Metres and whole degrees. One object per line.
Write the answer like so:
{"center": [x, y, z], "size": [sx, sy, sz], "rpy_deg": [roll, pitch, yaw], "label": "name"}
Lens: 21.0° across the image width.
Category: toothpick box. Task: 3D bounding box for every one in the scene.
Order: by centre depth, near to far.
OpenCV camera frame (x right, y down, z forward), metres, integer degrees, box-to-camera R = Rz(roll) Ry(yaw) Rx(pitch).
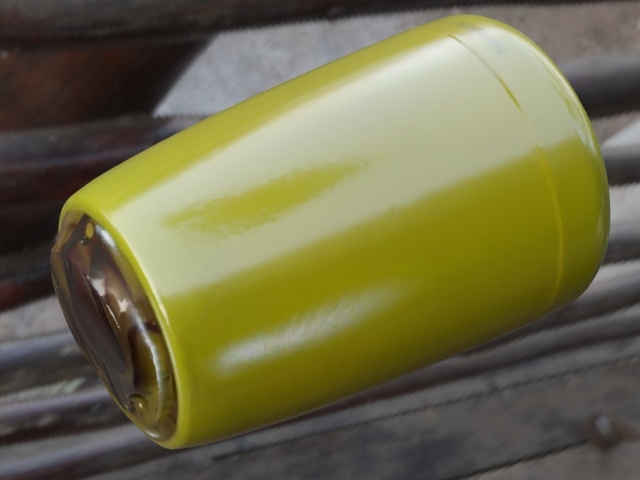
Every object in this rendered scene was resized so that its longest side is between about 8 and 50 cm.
{"center": [0.000, 0.000, 0.909], "size": [0.271, 0.175, 0.175], "rpy_deg": [-23, 79, -24], "label": "toothpick box"}
